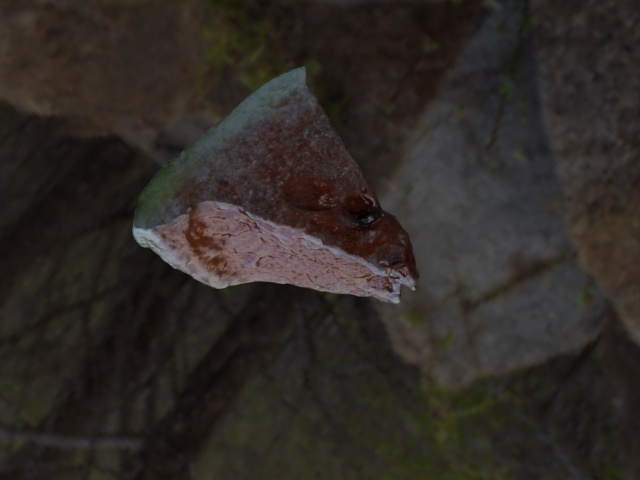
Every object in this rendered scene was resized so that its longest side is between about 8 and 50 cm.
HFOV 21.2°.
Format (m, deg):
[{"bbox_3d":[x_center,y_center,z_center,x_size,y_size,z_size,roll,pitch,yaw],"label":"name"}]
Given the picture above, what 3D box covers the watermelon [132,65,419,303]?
[{"bbox_3d":[0.000,-0.020,0.912,0.158,0.121,0.098,7,147,25],"label":"watermelon"}]
